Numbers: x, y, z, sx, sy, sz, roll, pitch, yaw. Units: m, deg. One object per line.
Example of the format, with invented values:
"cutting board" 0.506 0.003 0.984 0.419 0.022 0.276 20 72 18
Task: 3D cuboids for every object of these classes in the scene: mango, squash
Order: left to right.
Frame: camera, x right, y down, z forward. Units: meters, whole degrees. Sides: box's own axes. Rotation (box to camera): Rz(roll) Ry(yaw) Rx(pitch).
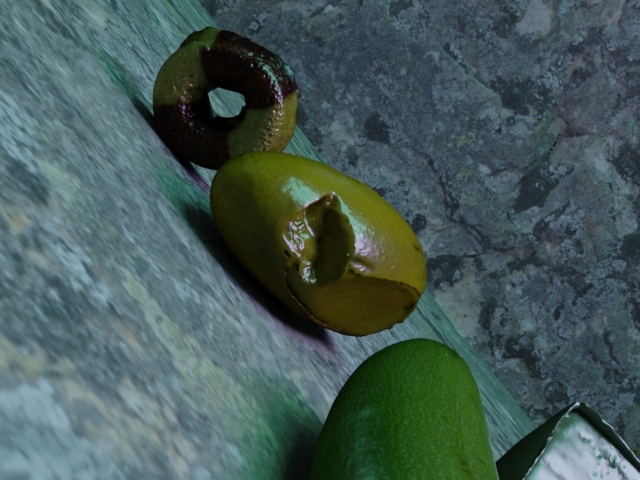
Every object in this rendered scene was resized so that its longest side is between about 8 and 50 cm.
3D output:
"mango" 0.000 0.000 0.760 0.167 0.130 0.262 50 10 28
"squash" 0.045 0.140 0.435 0.107 0.107 0.395 51 11 -7

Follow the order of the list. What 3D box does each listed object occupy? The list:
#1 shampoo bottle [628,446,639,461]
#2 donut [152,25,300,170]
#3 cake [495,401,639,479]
"shampoo bottle" 0.237 0.239 0.749 0.104 0.104 0.278 52 -31 -5
"donut" -0.091 -0.128 0.788 0.140 0.140 0.059 51 17 -7
"cake" 0.118 0.262 0.541 0.158 0.172 0.283 47 39 10
